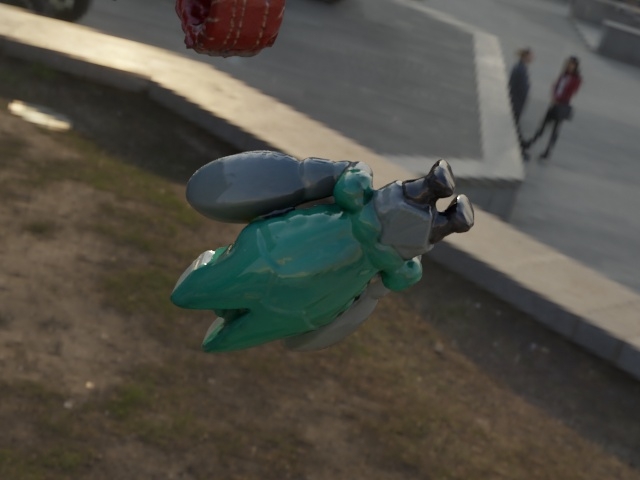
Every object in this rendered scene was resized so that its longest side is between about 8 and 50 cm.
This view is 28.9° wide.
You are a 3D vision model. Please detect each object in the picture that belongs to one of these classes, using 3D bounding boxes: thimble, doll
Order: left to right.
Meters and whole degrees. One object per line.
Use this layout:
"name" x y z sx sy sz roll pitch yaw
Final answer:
"thimble" -0.136 -0.376 1.846 0.125 0.189 0.163 -3 -13 -29
"doll" 0.003 0.020 1.072 0.258 0.194 0.153 1 19 9
